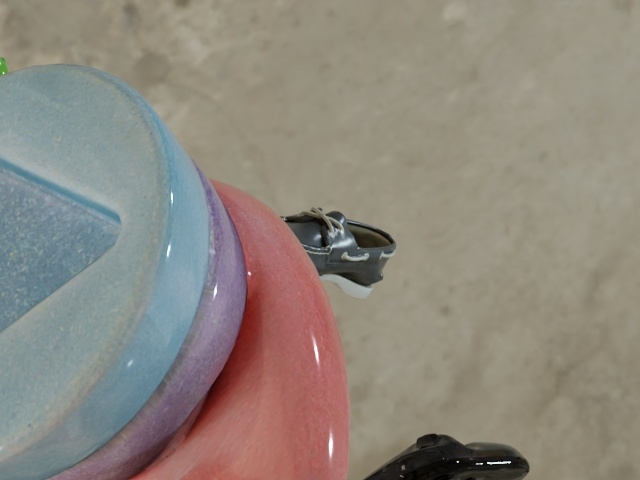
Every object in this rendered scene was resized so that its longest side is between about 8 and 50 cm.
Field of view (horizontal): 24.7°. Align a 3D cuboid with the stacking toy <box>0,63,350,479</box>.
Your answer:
[{"bbox_3d":[-0.153,0.094,0.435,0.130,0.309,0.279,41,36,-51],"label":"stacking toy"}]

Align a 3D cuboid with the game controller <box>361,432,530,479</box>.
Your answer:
[{"bbox_3d":[0.055,0.280,1.411,0.166,0.319,0.067,16,47,-38],"label":"game controller"}]

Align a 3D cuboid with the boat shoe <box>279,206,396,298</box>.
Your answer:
[{"bbox_3d":[0.000,0.000,1.876,0.091,0.114,0.302,-54,156,10],"label":"boat shoe"}]

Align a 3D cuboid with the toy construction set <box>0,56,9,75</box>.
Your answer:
[{"bbox_3d":[-0.487,-0.206,1.461,0.257,0.309,0.237,-20,104,-21],"label":"toy construction set"}]
